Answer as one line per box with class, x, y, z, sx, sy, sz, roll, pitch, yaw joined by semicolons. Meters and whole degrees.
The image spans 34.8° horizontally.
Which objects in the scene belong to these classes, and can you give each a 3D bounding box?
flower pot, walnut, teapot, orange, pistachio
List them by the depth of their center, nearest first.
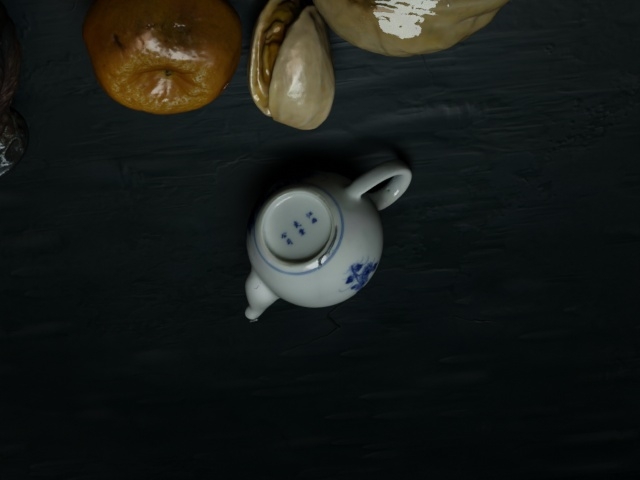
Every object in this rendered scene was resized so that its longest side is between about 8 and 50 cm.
walnut;0.124;-0.426;1.371;0.381;0.381;0.381;-1;135;-1
orange;-0.240;-0.324;1.592;0.248;0.183;0.249;-8;152;-4
flower pot;-0.594;-0.234;1.633;0.266;0.267;0.267;-1;144;0
pistachio;-0.042;-0.288;1.660;0.157;0.157;0.230;-1;129;-1
teapot;0.000;0.000;1.893;0.424;0.252;0.280;-42;161;7
